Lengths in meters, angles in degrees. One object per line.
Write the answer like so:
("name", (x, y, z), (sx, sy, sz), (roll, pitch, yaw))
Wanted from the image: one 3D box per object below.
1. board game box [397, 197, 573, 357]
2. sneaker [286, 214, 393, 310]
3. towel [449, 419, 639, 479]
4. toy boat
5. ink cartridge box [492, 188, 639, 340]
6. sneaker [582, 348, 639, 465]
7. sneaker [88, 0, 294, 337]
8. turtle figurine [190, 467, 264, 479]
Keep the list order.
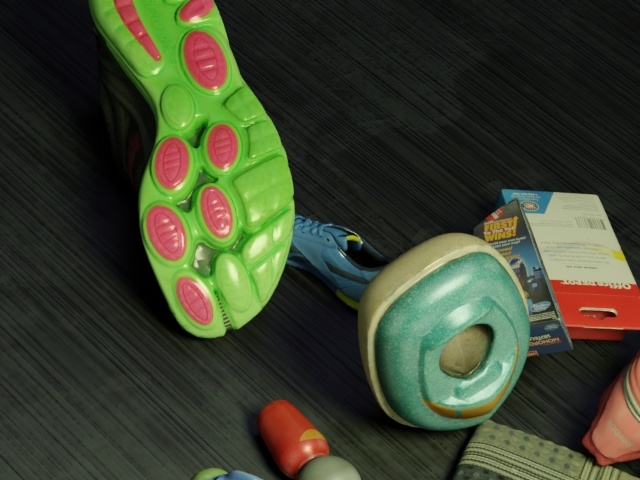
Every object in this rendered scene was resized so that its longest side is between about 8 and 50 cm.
("board game box", (0.186, 0.049, 1.898), (0.194, 0.060, 0.194), (-11, 46, 19))
("sneaker", (0.000, 0.000, 1.927), (0.209, 0.082, 0.069), (32, 45, 18))
("towel", (0.265, 0.344, 1.678), (0.324, 0.056, 0.312), (22, 38, 8))
("toy boat", (0.090, 0.153, 1.703), (0.318, 0.267, 0.148), (-36, 50, -6))
("ink cartridge box", (0.295, 0.044, 1.986), (0.134, 0.078, 0.231), (3, 43, -16))
("sneaker", (0.369, 0.166, 1.855), (0.116, 0.136, 0.314), (50, 26, 10))
("sneaker", (-0.148, -0.104, 1.912), (0.185, 0.202, 0.482), (-10, 64, -9))
("turtle figurine", (-0.085, 0.355, 1.490), (0.198, 0.275, 0.266), (8, 58, -46))
